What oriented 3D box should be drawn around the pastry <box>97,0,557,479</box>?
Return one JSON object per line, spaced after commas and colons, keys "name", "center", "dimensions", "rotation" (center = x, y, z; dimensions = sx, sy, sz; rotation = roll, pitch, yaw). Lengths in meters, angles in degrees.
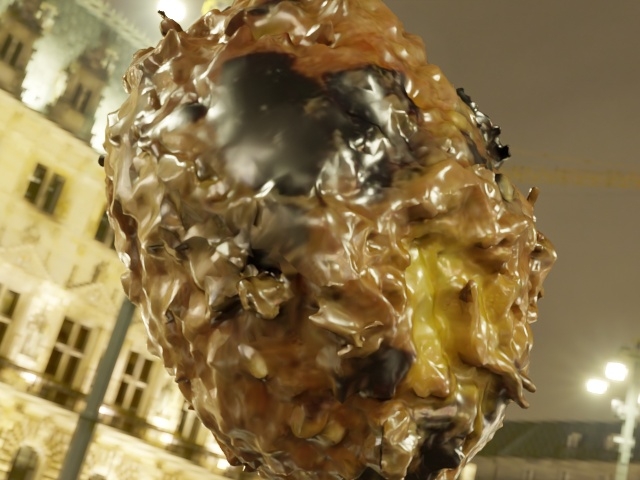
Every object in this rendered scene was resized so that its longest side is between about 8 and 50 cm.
{"name": "pastry", "center": [-0.008, -0.016, 0.739], "dimensions": [0.405, 0.293, 0.337], "rotation": [40, -28, 63]}
